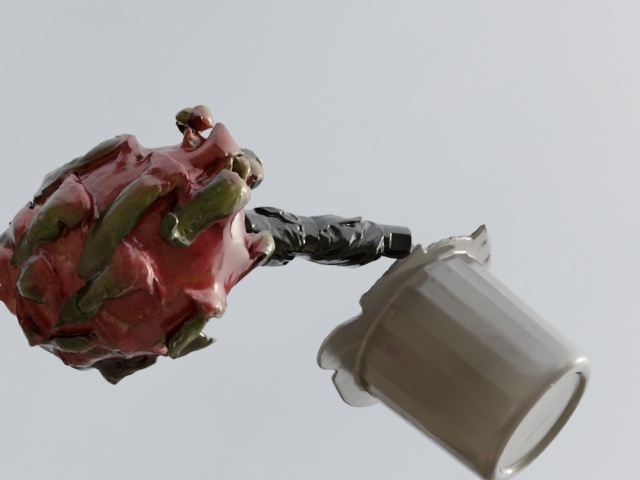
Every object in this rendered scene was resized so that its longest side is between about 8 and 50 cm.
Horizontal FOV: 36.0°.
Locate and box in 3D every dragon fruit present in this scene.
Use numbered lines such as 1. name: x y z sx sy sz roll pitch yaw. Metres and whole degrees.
1. dragon fruit: -0.113 0.003 0.647 0.172 0.166 0.160 -27 -101 14

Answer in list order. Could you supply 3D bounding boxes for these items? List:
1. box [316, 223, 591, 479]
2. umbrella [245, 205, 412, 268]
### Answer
1. box: 0.163 0.144 1.102 0.206 0.291 0.262 37 -65 31
2. umbrella: 0.000 0.000 0.973 0.235 0.059 0.066 4 6 -35
